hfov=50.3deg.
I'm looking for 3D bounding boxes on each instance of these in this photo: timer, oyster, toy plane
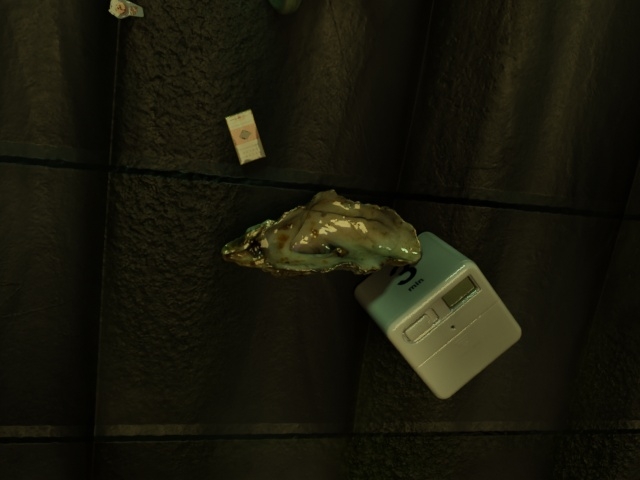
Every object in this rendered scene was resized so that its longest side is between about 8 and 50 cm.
[{"bbox_3d":[0.206,0.129,1.229,0.192,0.195,0.194,-39,112,-1],"label":"timer"},{"bbox_3d":[0.000,0.003,1.176,0.341,0.110,0.166,-17,94,-13],"label":"oyster"},{"bbox_3d":[-0.297,-0.427,0.995,0.078,0.053,0.197,-3,104,-24],"label":"toy plane"}]

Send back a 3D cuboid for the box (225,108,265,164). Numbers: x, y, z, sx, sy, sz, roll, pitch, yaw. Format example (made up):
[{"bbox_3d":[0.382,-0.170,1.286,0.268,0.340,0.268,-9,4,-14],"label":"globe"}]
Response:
[{"bbox_3d":[-0.126,-0.173,1.141,0.046,0.012,0.083,-20,111,-8],"label":"box"}]

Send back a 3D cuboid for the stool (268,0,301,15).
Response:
[{"bbox_3d":[0.012,-0.448,1.001,0.198,0.195,0.195,-17,111,-15],"label":"stool"}]
